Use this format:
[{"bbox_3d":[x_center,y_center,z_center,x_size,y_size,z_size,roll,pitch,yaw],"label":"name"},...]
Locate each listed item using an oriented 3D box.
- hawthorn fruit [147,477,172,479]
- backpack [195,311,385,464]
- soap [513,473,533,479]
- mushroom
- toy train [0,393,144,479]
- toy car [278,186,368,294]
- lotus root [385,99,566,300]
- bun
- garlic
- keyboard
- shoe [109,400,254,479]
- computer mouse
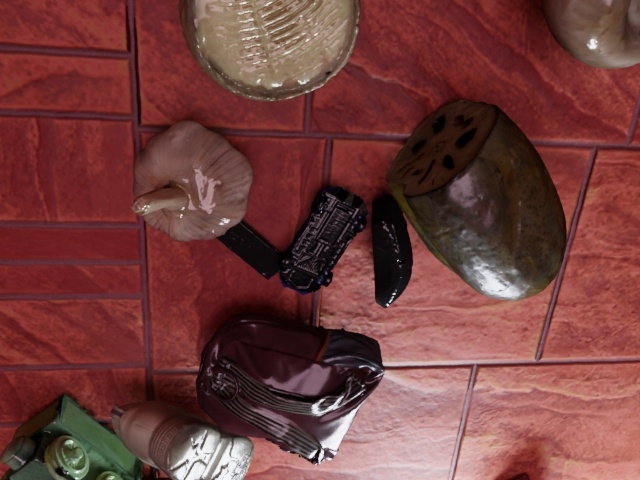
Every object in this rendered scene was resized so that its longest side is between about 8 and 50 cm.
[{"bbox_3d":[-0.326,0.620,1.264,0.208,0.207,0.243,-22,133,1],"label":"hawthorn fruit"},{"bbox_3d":[-0.071,0.266,1.125,0.318,0.197,0.283,19,113,-15],"label":"backpack"},{"bbox_3d":[0.475,0.689,1.470,0.162,0.099,0.249,6,114,-4],"label":"soap"},{"bbox_3d":[0.475,-0.375,0.846,0.298,0.290,0.297,-21,134,-23],"label":"mushroom"},{"bbox_3d":[-0.472,0.440,1.150,0.159,0.188,0.271,-35,117,8],"label":"toy train"},{"bbox_3d":[0.000,0.000,1.086,0.103,0.063,0.216,25,109,-18],"label":"toy car"},{"bbox_3d":[0.285,-0.045,1.025,0.251,0.250,0.346,-34,120,7],"label":"lotus root"},{"bbox_3d":[-0.076,-0.330,0.871,0.260,0.152,0.259,-9,127,-12],"label":"bun"},{"bbox_3d":[-0.214,-0.081,0.921,0.199,0.226,0.198,2,105,9],"label":"garlic"},{"bbox_3d":[-0.143,-0.004,1.089,0.060,0.018,0.195,-40,115,18],"label":"keyboard"},{"bbox_3d":[-0.271,0.398,1.195,0.132,0.211,0.342,-62,150,-19],"label":"shoe"},{"bbox_3d":[0.129,0.022,1.087,0.074,0.122,0.217,-4,118,6],"label":"computer mouse"}]
